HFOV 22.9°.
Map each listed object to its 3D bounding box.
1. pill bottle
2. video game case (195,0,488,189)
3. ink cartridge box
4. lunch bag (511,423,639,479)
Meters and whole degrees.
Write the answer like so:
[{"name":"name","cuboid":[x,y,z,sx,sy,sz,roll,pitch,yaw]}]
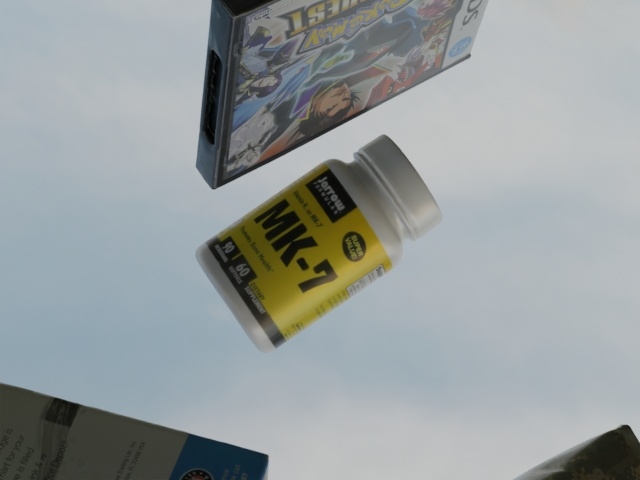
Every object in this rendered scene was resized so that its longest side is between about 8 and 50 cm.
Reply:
[{"name":"pill bottle","cuboid":[0.000,0.000,1.454,0.119,0.208,0.119,55,177,4]},{"name":"video game case","cuboid":[0.029,-0.169,1.257,0.275,0.248,0.035,-29,-110,-20]},{"name":"ink cartridge box","cuboid":[-0.219,0.254,1.279,0.307,0.129,0.223,14,-131,9]},{"name":"lunch bag","cuboid":[0.214,0.343,1.662,0.235,0.287,0.169,-28,-99,-29]}]
